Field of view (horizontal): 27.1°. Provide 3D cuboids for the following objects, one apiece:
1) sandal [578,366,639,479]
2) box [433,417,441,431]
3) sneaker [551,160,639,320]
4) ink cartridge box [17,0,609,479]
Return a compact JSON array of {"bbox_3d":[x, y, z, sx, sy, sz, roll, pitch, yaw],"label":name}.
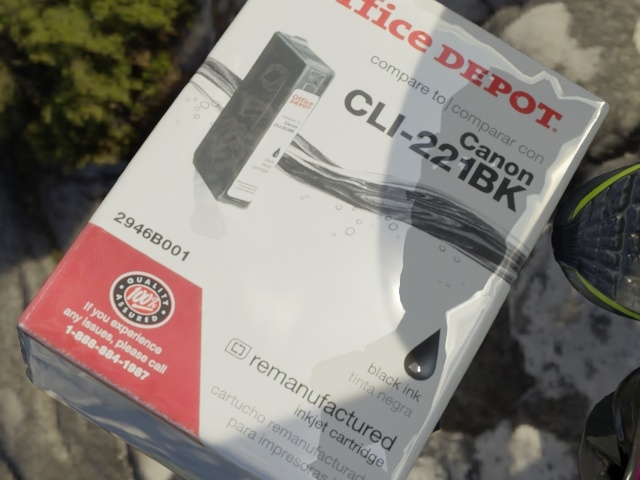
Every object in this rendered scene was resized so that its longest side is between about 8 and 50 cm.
[{"bbox_3d":[0.223,0.133,0.735,0.167,0.446,0.107,20,103,15],"label":"sandal"},{"bbox_3d":[0.003,0.135,1.093,0.029,0.162,0.116,80,166,-53],"label":"box"},{"bbox_3d":[0.238,-0.006,0.825,0.121,0.300,0.111,-1,93,50],"label":"sneaker"},{"bbox_3d":[0.000,0.000,0.704,0.273,0.197,0.114,-58,-3,-22],"label":"ink cartridge box"}]
